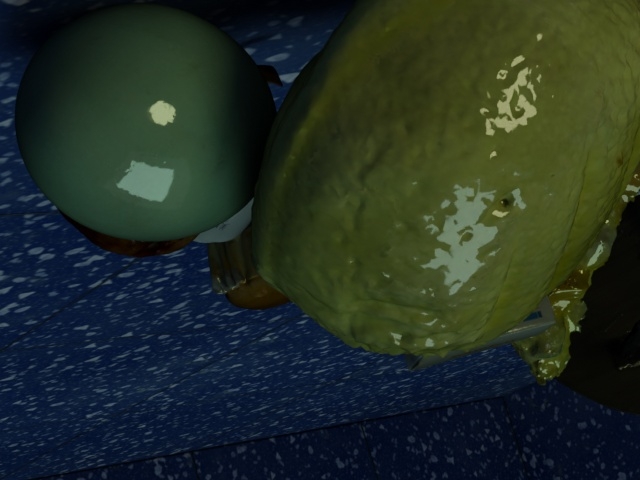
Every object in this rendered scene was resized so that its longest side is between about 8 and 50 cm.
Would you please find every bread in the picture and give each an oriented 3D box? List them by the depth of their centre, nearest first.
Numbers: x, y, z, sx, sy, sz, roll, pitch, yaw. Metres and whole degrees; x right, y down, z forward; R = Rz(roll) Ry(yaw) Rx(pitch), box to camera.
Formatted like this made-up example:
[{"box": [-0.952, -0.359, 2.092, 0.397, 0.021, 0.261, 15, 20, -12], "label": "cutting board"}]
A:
[{"box": [0.097, -0.068, 1.115, 0.237, 0.320, 0.320, 25, 171, 11], "label": "bread"}, {"box": [0.000, 0.000, 1.742, 0.241, 0.107, 0.136, -19, 169, 12], "label": "bread"}]

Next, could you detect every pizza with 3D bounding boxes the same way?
[{"box": [0.258, 0.032, 1.828, 0.280, 0.288, 0.075, -13, -164, -4], "label": "pizza"}]

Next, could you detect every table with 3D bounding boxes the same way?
[{"box": [0.366, 0.041, 2.008, 0.317, 0.317, 0.249, -18, 155, 4], "label": "table"}]

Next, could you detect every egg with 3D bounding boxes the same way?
[{"box": [-0.119, -0.083, 1.137, 0.168, 0.168, 0.231, -22, 169, 23], "label": "egg"}]

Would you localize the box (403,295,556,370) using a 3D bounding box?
[{"box": [0.130, 0.000, 1.618, 0.149, 0.233, 0.067, -14, 166, -13], "label": "box"}]

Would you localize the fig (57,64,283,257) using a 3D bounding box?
[{"box": [-0.126, -0.081, 1.295, 0.201, 0.134, 0.146, -52, 177, 32], "label": "fig"}]

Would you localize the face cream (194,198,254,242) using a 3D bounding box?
[{"box": [-0.095, -0.049, 1.467, 0.091, 0.091, 0.095, -5, 155, -39], "label": "face cream"}]
